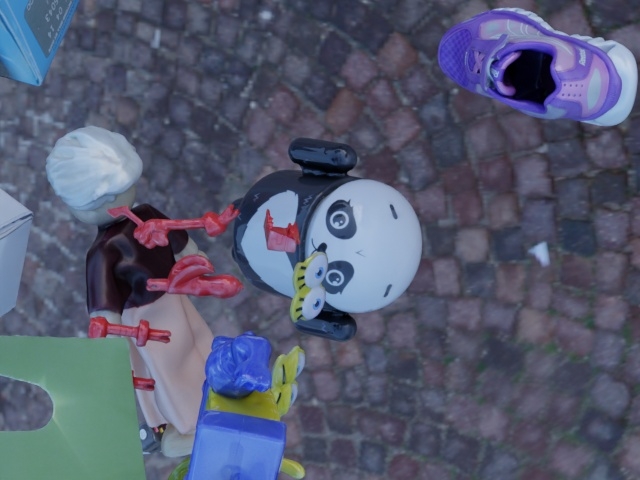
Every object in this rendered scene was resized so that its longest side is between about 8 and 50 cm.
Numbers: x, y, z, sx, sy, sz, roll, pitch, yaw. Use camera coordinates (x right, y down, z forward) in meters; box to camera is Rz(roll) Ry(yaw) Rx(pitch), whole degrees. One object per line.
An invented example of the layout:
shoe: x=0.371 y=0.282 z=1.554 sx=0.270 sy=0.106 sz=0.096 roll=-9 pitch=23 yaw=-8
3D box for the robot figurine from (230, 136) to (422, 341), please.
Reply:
robot figurine: x=-0.002 y=-0.002 z=1.438 sx=0.278 sy=0.173 sz=0.209 roll=11 pitch=144 yaw=49

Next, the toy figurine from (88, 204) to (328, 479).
toy figurine: x=-0.103 y=0.174 z=0.885 sx=0.217 sy=0.191 sz=0.362 roll=-104 pitch=27 yaw=-63

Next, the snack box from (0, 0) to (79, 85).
snack box: x=-0.211 y=-0.182 z=0.382 sx=0.322 sy=0.060 sz=0.187 roll=16 pitch=72 yaw=9

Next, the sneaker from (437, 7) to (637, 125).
sneaker: x=0.189 y=-0.171 z=1.112 sx=0.236 sy=0.105 sz=0.095 roll=27 pitch=121 yaw=48

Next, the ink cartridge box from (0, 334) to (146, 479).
ink cartridge box: x=-0.122 y=0.145 z=0.461 sx=0.056 sy=0.171 sz=0.235 roll=-25 pitch=67 yaw=44

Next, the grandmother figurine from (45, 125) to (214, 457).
grandmother figurine: x=-0.178 y=0.049 z=1.133 sx=0.104 sy=0.208 sz=0.342 roll=-14 pitch=111 yaw=15

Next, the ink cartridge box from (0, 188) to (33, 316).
ink cartridge box: x=-0.430 y=-0.017 z=1.242 sx=0.218 sy=0.092 sz=0.158 roll=36 pitch=132 yaw=15

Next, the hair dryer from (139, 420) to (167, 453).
hair dryer: x=-0.258 y=0.263 z=1.602 sx=0.224 sy=0.293 sz=0.080 roll=-14 pitch=81 yaw=22
